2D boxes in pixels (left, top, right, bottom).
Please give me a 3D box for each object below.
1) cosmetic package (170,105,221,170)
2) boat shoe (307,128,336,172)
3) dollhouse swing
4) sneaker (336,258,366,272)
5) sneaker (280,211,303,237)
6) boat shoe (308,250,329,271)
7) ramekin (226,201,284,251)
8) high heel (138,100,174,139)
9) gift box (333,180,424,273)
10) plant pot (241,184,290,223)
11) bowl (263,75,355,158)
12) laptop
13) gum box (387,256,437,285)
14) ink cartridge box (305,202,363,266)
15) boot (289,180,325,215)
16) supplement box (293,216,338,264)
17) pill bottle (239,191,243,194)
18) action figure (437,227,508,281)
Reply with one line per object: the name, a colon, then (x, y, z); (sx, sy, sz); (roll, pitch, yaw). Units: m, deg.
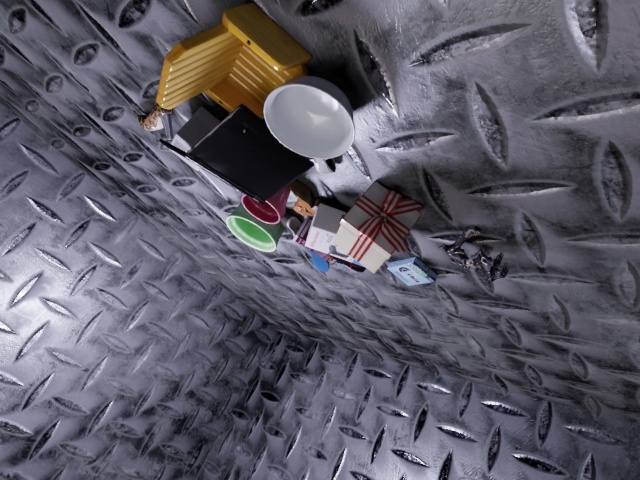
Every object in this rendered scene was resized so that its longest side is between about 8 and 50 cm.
cosmetic package: (-0.507, -0.425, 1.680); (0.151, 0.183, 0.151); (39, 151, -18)
boat shoe: (0.012, -0.330, 1.476); (0.081, 0.079, 0.227); (10, 154, 20)
dollhouse swing: (-0.271, -0.474, 1.239); (0.315, 0.304, 0.347); (37, 151, -15)
sneaker: (0.106, 0.105, 2.102); (0.262, 0.104, 0.125); (32, 155, -6)
sneaker: (-0.152, -0.084, 2.073); (0.118, 0.083, 0.222); (37, 166, 28)
boat shoe: (0.004, 0.070, 2.166); (0.109, 0.089, 0.258); (4, 141, 17)
ramekin: (-0.336, -0.087, 2.144); (0.304, 0.148, 0.303); (23, 153, 12)
high heel: (-0.750, -0.582, 1.796); (0.261, 0.093, 0.186); (29, 133, 27)
gift box: (0.236, -0.048, 1.554); (0.276, 0.255, 0.258); (32, 156, 7)
plant pot: (-0.225, -0.204, 1.798); (0.202, 0.180, 0.201); (23, 153, 12)
bowl: (-0.018, -0.410, 1.269); (0.298, 0.134, 0.297); (15, 152, 8)
laptop: (-0.316, -0.329, 1.506); (0.408, 0.236, 0.382); (30, 178, 44)
gum box: (0.440, 0.151, 1.926); (0.157, 0.041, 0.184); (38, 153, -17)
ink cartridge box: (0.103, -0.019, 1.808); (0.308, 0.128, 0.223); (19, 154, -3)
boot: (-0.090, -0.180, 1.828); (0.197, 0.072, 0.152); (39, 152, -18)
supplement box: (0.000, 0.000, 1.991); (0.240, 0.130, 0.073); (32, 154, -4)
pill bottle: (-0.348, -0.240, 1.979); (0.120, 0.067, 0.067); (36, 152, -14)
action figure: (0.579, 0.047, 1.515); (0.164, 0.141, 0.276); (38, 179, -34)
